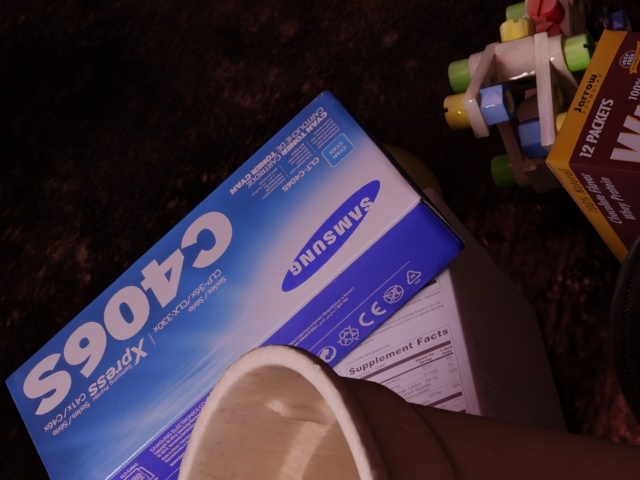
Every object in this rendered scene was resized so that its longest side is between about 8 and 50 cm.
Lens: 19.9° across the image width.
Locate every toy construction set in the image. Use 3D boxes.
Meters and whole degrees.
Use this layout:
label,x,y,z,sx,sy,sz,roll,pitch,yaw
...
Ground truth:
label,x,y,z,sx,sy,sz,roll,pitch,yaw
toy construction set,0.202,-0.179,1.552,0.151,0.215,0.327,1,59,33

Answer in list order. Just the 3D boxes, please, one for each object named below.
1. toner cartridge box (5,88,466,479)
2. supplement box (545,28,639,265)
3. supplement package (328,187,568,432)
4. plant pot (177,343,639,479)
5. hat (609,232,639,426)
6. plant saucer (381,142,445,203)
label,x,y,z,sx,sy,sz,roll,pitch,yaw
toner cartridge box,-0.071,0.057,1.384,0.348,0.075,0.165,-42,44,5
supplement box,0.314,-0.052,1.403,0.194,0.191,0.129,10,65,39
supplement package,0.067,0.144,1.416,0.198,0.199,0.262,-26,47,18
plant pot,0.105,0.233,1.041,0.334,0.306,0.333,-175,90,-67
hat,0.360,0.064,1.212,0.331,0.331,0.134,-29,9,13
plant saucer,0.000,0.000,1.681,0.241,0.037,0.241,-17,50,22
